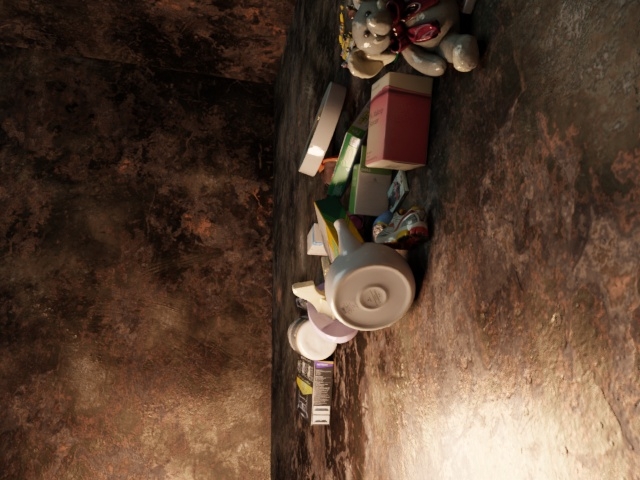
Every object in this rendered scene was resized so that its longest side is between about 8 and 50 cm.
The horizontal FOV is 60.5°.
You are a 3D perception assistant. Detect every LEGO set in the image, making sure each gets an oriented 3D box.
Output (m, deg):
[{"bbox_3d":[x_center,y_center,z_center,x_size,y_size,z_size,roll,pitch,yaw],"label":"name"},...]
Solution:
[{"bbox_3d":[0.127,-0.665,1.647,0.255,0.192,0.331,58,145,26],"label":"LEGO set"}]

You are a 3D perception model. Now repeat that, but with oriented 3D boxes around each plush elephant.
[{"bbox_3d":[0.188,-0.513,1.286,0.330,0.255,0.271,-120,21,-75],"label":"plush elephant"}]

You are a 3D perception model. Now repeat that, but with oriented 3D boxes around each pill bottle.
[{"bbox_3d":[-0.041,0.380,2.184,0.278,0.162,0.162,159,115,-76],"label":"pill bottle"}]

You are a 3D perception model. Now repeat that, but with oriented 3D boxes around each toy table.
[{"bbox_3d":[0.038,0.186,1.810,0.274,0.252,0.160,-124,23,-50],"label":"toy table"}]

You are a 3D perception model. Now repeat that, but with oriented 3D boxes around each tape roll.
[{"bbox_3d":[0.006,-0.455,2.255,0.392,0.072,0.392,-160,90,-83],"label":"tape roll"}]

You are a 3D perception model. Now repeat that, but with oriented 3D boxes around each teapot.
[{"bbox_3d":[0.126,0.104,1.466,0.187,0.253,0.256,-102,29,-61],"label":"teapot"}]

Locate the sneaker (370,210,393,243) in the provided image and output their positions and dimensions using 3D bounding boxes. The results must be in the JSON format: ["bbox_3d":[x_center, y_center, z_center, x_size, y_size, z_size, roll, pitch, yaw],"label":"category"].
[{"bbox_3d":[0.183,0.000,1.634,0.209,0.069,0.082,98,-160,-46],"label":"sneaker"}]

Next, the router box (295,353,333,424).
[{"bbox_3d":[-0.030,0.592,2.231,0.309,0.081,0.242,163,111,-75],"label":"router box"}]

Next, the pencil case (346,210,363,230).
[{"bbox_3d":[0.086,-0.011,1.950,0.098,0.095,0.209,-57,-8,-40],"label":"pencil case"}]

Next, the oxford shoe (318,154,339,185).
[{"bbox_3d":[0.059,-0.280,2.189,0.271,0.097,0.098,158,98,-81],"label":"oxford shoe"}]

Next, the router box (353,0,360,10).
[{"bbox_3d":[0.192,-0.915,1.831,0.301,0.082,0.335,110,159,-48],"label":"router box"}]

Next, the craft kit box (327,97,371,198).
[{"bbox_3d":[0.115,-0.299,1.783,0.246,0.061,0.250,-55,-11,-45],"label":"craft kit box"}]

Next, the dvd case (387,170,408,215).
[{"bbox_3d":[0.223,-0.141,1.592,0.119,0.013,0.087,116,155,-54],"label":"dvd case"}]

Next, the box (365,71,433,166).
[{"bbox_3d":[0.208,-0.313,1.473,0.148,0.127,0.232,-176,91,-77],"label":"box"}]

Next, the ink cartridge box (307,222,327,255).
[{"bbox_3d":[0.000,0.000,2.283,0.143,0.092,0.089,124,149,-62],"label":"ink cartridge box"}]

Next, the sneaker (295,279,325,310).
[{"bbox_3d":[-0.021,0.233,2.229,0.300,0.121,0.111,122,149,-62],"label":"sneaker"}]

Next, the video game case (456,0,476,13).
[{"bbox_3d":[0.334,-0.681,1.299,0.285,0.025,0.204,-103,22,-51],"label":"video game case"}]

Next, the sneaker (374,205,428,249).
[{"bbox_3d":[0.219,-0.029,1.455,0.225,0.088,0.092,154,126,-64],"label":"sneaker"}]

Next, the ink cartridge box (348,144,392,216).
[{"bbox_3d":[0.156,-0.179,1.679,0.062,0.109,0.209,-158,73,-75],"label":"ink cartridge box"}]

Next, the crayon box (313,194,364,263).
[{"bbox_3d":[0.076,0.030,1.706,0.323,0.083,0.203,-115,10,-51],"label":"crayon box"}]
